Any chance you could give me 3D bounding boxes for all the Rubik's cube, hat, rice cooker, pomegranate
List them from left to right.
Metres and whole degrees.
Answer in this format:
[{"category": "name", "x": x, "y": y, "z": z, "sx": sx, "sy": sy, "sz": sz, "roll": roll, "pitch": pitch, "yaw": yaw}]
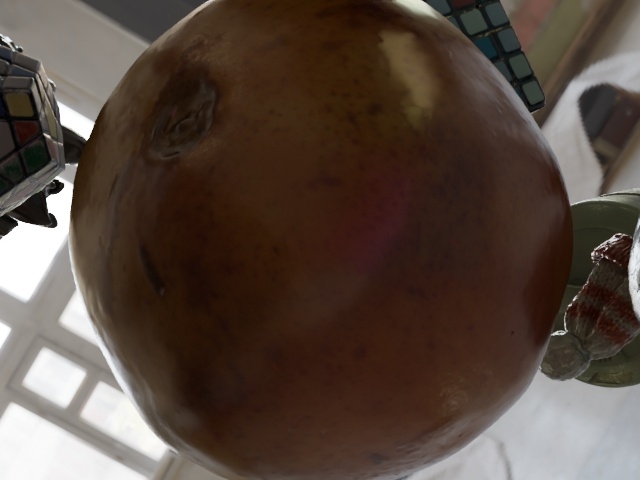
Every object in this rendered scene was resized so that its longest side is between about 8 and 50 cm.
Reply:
[{"category": "Rubik's cube", "x": -0.201, "y": -0.063, "z": 0.627, "sx": 0.111, "sy": 0.111, "sz": 0.093, "roll": -72, "pitch": 2, "yaw": -58}, {"category": "pomegranate", "x": 0.000, "y": 0.000, "z": 0.559, "sx": 0.264, "sy": 0.264, "sz": 0.264, "roll": -59, "pitch": 7, "yaw": 12}, {"category": "Rubik's cube", "x": 0.127, "y": -0.191, "z": 1.330, "sx": 0.187, "sy": 0.184, "sz": 0.182, "roll": -24, "pitch": -1, "yaw": -31}, {"category": "hat", "x": 0.279, "y": 0.076, "z": 1.067, "sx": 0.162, "sy": 0.093, "sz": 0.112, "roll": -53, "pitch": 1, "yaw": -6}, {"category": "rice cooker", "x": 0.445, "y": 0.063, "z": 1.580, "sx": 0.277, "sy": 0.288, "sz": 0.288, "roll": -10, "pitch": -38, "yaw": -49}]

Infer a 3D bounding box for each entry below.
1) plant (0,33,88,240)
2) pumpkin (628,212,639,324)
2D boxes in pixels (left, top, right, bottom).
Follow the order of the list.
[{"category": "plant", "x": -0.362, "y": -0.130, "z": 1.063, "sx": 0.182, "sy": 0.194, "sz": 0.321, "roll": -58, "pitch": -34, "yaw": -11}, {"category": "pumpkin", "x": 0.363, "y": 0.031, "z": 0.869, "sx": 0.163, "sy": 0.233, "sz": 0.233, "roll": 111, "pitch": -178, "yaw": -52}]
